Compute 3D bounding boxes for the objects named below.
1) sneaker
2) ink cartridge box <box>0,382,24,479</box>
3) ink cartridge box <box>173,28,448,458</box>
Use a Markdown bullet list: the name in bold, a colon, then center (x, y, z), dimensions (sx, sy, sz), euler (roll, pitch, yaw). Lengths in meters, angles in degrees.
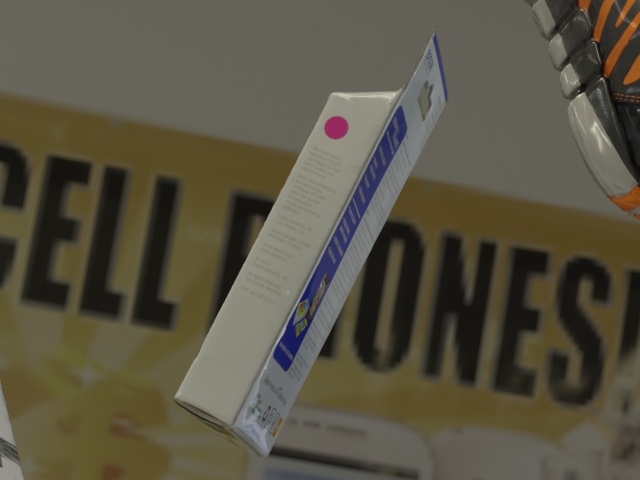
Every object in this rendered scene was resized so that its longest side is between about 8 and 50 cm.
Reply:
- **sneaker**: center (0.234, -0.186, 1.287), dimensions (0.180, 0.321, 0.124), euler (-31, -23, 28)
- **ink cartridge box**: center (-0.202, 0.131, 0.776), dimensions (0.092, 0.160, 0.219), euler (38, 14, -35)
- **ink cartridge box**: center (0.000, 0.000, 1.618), dimensions (0.069, 0.371, 0.176), euler (27, -10, 13)
